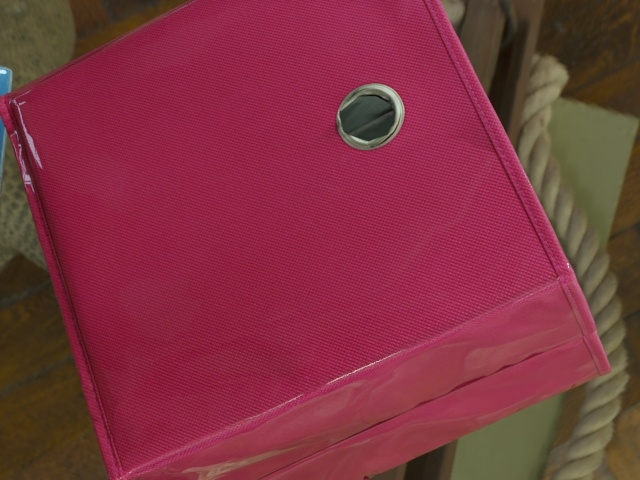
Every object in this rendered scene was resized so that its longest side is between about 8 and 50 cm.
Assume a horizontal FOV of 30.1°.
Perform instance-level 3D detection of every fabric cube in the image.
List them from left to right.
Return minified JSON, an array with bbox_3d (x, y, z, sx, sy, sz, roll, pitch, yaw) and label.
[{"bbox_3d":[0.000,0.000,0.736,0.258,0.259,0.254,-25,67,9],"label":"fabric cube"}]

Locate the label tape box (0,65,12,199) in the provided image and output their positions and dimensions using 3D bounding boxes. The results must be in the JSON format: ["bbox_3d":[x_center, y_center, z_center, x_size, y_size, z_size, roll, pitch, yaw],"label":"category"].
[{"bbox_3d":[-0.342,-0.025,0.981,0.106,0.334,0.240,6,92,-24],"label":"label tape box"}]
